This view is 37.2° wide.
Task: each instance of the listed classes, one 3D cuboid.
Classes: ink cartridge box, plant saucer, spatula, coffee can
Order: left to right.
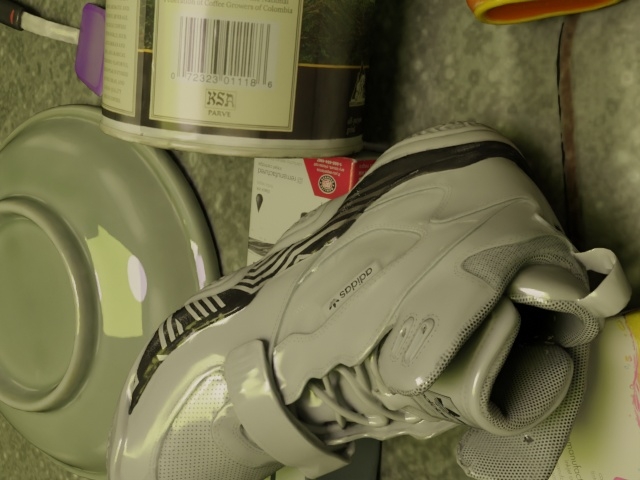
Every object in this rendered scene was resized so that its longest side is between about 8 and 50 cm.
[{"bbox_3d":[-0.302,-0.233,1.027,0.296,0.030,0.084,27,113,37],"label":"spatula"},{"bbox_3d":[-0.275,0.061,0.976,0.400,0.100,0.400,5,98,36],"label":"plant saucer"},{"bbox_3d":[-0.055,-0.211,0.691,0.201,0.201,0.275,17,107,40],"label":"coffee can"},{"bbox_3d":[0.000,0.000,0.763,0.109,0.063,0.150,15,105,40],"label":"ink cartridge box"},{"bbox_3d":[0.223,0.092,0.571,0.198,0.067,0.115,-22,80,42],"label":"ink cartridge box"}]

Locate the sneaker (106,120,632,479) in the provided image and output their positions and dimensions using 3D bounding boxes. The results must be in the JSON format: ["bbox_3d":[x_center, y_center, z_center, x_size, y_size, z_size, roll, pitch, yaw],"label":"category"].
[{"bbox_3d":[0.016,0.088,0.590,0.366,0.137,0.210,-41,30,4],"label":"sneaker"}]

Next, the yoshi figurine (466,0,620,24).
[{"bbox_3d":[0.096,-0.320,0.551,0.203,0.203,0.362,-1,92,49],"label":"yoshi figurine"}]

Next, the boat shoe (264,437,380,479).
[{"bbox_3d":[-0.053,0.266,0.801,0.156,0.136,0.367,10,100,41],"label":"boat shoe"}]
